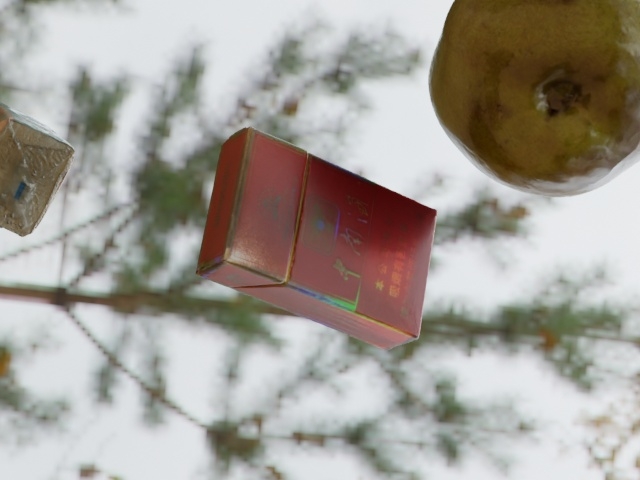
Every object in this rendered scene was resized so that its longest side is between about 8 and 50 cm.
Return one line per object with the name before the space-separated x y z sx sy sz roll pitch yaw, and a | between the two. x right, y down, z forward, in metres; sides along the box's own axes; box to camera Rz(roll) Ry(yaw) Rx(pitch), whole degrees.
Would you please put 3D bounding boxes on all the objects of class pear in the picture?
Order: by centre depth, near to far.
pear | 0.178 -0.129 1.400 0.200 0.200 0.200 -24 -118 58

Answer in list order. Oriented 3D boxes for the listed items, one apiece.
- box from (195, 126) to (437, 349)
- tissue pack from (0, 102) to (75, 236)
box | 0.000 0.000 1.386 0.048 0.175 0.112 -24 -130 53
tissue pack | -0.201 -0.046 1.204 0.074 0.059 0.094 -60 -161 -1
